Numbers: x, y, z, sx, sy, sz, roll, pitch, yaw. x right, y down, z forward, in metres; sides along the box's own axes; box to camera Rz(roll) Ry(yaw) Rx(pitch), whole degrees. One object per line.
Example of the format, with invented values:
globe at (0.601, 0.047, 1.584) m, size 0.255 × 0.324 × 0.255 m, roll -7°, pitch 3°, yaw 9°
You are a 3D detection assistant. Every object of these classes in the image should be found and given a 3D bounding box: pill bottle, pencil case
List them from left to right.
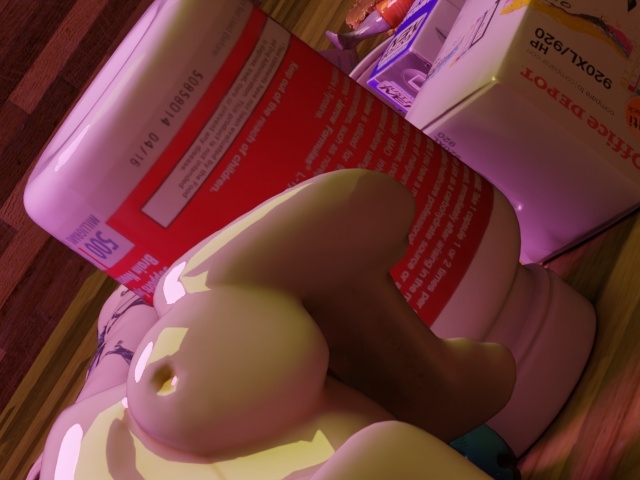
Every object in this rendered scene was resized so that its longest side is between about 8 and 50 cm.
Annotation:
pencil case at (-0.206, 0.193, 1.913) m, size 0.183 × 0.160 × 0.410 m, roll -60°, pitch 8°, yaw 27°
pill bottle at (0.000, 0.000, 1.310) m, size 0.229 × 0.407 × 0.229 m, roll -51°, pitch 12°, yaw 16°

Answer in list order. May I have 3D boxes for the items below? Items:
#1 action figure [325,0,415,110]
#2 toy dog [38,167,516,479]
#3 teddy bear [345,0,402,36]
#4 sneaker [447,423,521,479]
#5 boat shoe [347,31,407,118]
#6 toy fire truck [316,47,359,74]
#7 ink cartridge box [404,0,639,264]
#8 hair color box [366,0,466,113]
action figure at (0.149, -0.318, 1.940) m, size 0.330 × 0.341 × 0.178 m, roll -53°, pitch -15°, yaw -5°
toy dog at (-0.009, 0.223, 0.939) m, size 0.395 × 0.284 × 0.408 m, roll -20°, pitch 50°, yaw 2°
teddy bear at (0.181, -0.346, 2.303) m, size 0.338 × 0.113 × 0.245 m, roll -34°, pitch 30°, yaw 39°
sneaker at (0.038, 0.282, 1.168) m, size 0.341 × 0.125 × 0.140 m, roll -58°, pitch -6°, yaw -32°
boat shoe at (0.035, -0.124, 2.153) m, size 0.340 × 0.127 × 0.113 m, roll -62°, pitch 24°, yaw 5°
toy fire truck at (-0.058, -0.207, 2.662) m, size 0.246 × 0.217 × 0.158 m, roll -9°, pitch 22°, yaw 6°
ink cartridge box at (0.201, -0.133, 1.472) m, size 0.168 × 0.171 × 0.233 m, roll -37°, pitch 22°, yaw 54°
hair color box at (0.209, -0.241, 1.698) m, size 0.339 × 0.185 × 0.110 m, roll -60°, pitch 14°, yaw -26°
